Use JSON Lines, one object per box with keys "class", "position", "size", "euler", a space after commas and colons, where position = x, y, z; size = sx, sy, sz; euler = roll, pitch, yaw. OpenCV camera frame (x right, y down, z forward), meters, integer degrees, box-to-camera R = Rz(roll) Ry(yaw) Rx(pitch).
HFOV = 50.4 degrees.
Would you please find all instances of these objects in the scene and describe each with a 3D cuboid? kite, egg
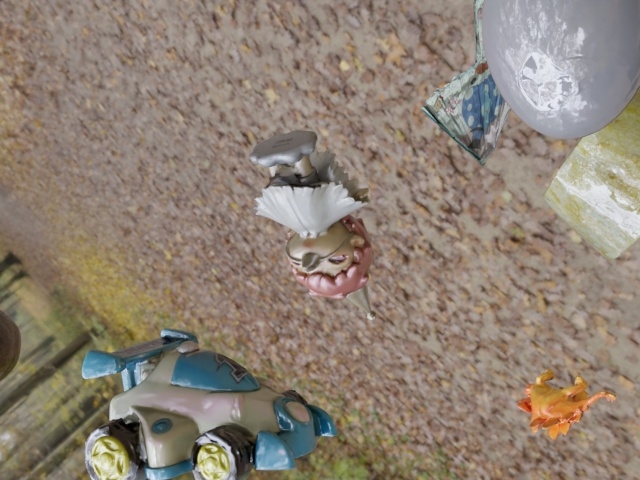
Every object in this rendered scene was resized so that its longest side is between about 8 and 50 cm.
{"class": "kite", "position": [0.306, -0.307, 1.278], "size": [0.014, 0.369, 0.406], "euler": [11, 160, -24]}
{"class": "egg", "position": [0.257, -0.220, 0.710], "size": [0.176, 0.232, 0.176], "euler": [6, 170, 1]}

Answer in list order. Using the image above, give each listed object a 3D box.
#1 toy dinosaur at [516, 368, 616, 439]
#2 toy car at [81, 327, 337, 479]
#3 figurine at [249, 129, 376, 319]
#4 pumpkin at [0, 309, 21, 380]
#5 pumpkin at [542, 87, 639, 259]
{"class": "toy dinosaur", "position": [0.393, 0.278, 1.134], "size": [0.070, 0.117, 0.288], "euler": [48, 172, -1]}
{"class": "toy car", "position": [-0.080, 0.112, 0.480], "size": [0.161, 0.126, 0.098], "euler": [-10, 91, 28]}
{"class": "figurine", "position": [0.000, 0.000, 1.136], "size": [0.206, 0.166, 0.387], "euler": [-7, 125, 21]}
{"class": "pumpkin", "position": [-0.530, 0.189, 0.971], "size": [0.162, 0.219, 0.219], "euler": [56, 157, -2]}
{"class": "pumpkin", "position": [0.575, -0.148, 1.289], "size": [0.199, 0.332, 0.332], "euler": [39, 157, 6]}
